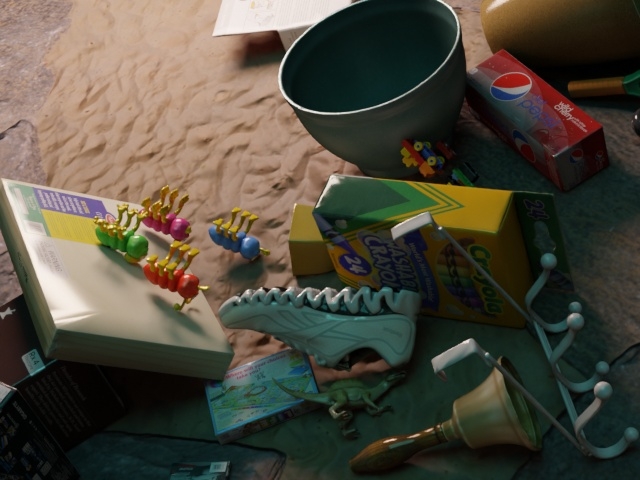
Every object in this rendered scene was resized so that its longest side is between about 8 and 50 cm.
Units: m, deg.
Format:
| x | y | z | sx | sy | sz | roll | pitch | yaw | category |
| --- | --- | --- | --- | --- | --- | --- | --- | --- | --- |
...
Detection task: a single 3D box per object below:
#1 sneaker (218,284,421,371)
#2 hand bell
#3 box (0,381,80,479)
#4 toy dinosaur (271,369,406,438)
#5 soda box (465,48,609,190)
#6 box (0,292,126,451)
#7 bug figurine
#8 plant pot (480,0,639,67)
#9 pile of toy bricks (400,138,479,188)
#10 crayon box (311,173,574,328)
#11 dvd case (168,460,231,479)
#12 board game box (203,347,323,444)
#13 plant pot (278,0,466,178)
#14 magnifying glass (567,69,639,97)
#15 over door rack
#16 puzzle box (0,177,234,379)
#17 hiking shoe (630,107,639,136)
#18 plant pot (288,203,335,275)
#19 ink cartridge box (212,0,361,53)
| x | y | z | sx | sy | sz | roll | pitch | yaw | category |
| --- | --- | --- | --- | --- | --- | --- | --- | --- | --- |
| -0.006 | 0.121 | 1.756 | 0.292 | 0.110 | 0.118 | 0 | 86 | 19 | sneaker |
| 0.147 | 0.249 | 1.619 | 0.242 | 0.126 | 0.126 | -24 | 43 | 16 | hand bell |
| -0.427 | 0.316 | 1.682 | 0.051 | 0.220 | 0.175 | 18 | 58 | 31 | box |
| 0.030 | 0.218 | 1.714 | 0.183 | 0.053 | 0.093 | -6 | 38 | -7 | toy dinosaur |
| 0.328 | -0.188 | 1.958 | 0.092 | 0.083 | 0.263 | -32 | 45 | -8 | soda box |
| -0.422 | 0.203 | 1.824 | 0.203 | 0.167 | 0.168 | -32 | 44 | -9 | box |
| -0.214 | 0.006 | 1.911 | 0.216 | 0.072 | 0.279 | 26 | 26 | 17 | bug figurine |
| 0.396 | -0.372 | 2.033 | 0.254 | 0.237 | 0.237 | -18 | 42 | 28 | plant pot |
| 0.187 | -0.048 | 1.877 | 0.105 | 0.118 | 0.212 | -49 | 68 | 24 | pile of toy bricks |
| 0.169 | 0.017 | 1.740 | 0.322 | 0.203 | 0.083 | 6 | 51 | 27 | crayon box |
| -0.170 | 0.349 | 1.696 | 0.087 | 0.013 | 0.119 | -6 | 48 | 17 | dvd case |
| -0.081 | 0.214 | 1.779 | 0.154 | 0.026 | 0.103 | -21 | 44 | 2 | board game box |
| 0.105 | -0.223 | 1.995 | 0.293 | 0.196 | 0.293 | -15 | 41 | 14 | plant pot |
| 0.493 | -0.240 | 1.952 | 0.231 | 0.092 | 0.026 | 1 | 48 | 36 | magnifying glass |
| 0.251 | 0.108 | 1.545 | 0.108 | 0.324 | 0.240 | -42 | 38 | 25 | over door rack |
| -0.313 | 0.051 | 1.870 | 0.272 | 0.052 | 0.409 | 11 | 26 | -31 | puzzle box |
| 0.567 | -0.205 | 1.856 | 0.226 | 0.114 | 0.086 | -6 | 46 | 17 | hiking shoe |
| 0.000 | 0.000 | 1.916 | 0.083 | 0.081 | 0.081 | 2 | 48 | 8 | plant pot |
| -0.048 | -0.468 | 2.388 | 0.261 | 0.066 | 0.296 | -6 | 46 | 17 | ink cartridge box |
